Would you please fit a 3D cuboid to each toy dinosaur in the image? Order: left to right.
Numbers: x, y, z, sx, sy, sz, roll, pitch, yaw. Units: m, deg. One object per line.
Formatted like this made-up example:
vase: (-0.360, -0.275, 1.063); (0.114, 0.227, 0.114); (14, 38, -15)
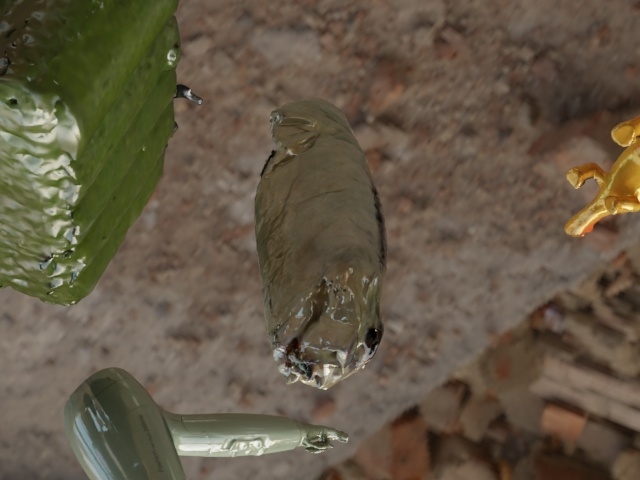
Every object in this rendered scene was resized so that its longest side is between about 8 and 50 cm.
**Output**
toy dinosaur: (0.329, -0.096, 1.616); (0.070, 0.117, 0.288); (55, 129, 21)

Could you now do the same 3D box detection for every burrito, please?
burrito: (-0.002, 0.000, 0.654); (0.045, 0.188, 0.058); (11, 116, -12)

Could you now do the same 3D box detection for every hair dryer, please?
hair dryer: (-0.064, 0.184, 1.348); (0.206, 0.237, 0.075); (55, 134, 34)

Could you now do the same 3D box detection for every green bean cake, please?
green bean cake: (-0.258, -0.133, 1.230); (0.335, 0.218, 0.319); (22, 153, 3)
